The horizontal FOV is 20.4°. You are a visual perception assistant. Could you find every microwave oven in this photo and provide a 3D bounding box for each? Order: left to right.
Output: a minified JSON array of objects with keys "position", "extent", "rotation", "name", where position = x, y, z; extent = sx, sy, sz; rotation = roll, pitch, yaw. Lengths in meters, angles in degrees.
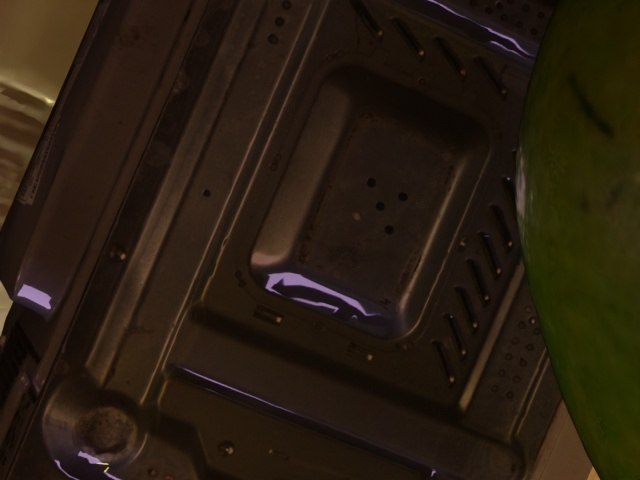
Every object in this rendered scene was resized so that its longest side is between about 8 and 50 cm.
[{"position":[0.000,0.000,0.552],"extent":[0.194,0.240,0.145],"rotation":[23,180,-18],"name":"microwave oven"}]

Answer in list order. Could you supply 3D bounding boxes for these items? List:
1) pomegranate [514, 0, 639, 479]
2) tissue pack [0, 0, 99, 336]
[{"position":[0.153,0.015,0.375],"extent":[0.241,0.159,0.190],"rotation":[17,177,29],"name":"pomegranate"},{"position":[-0.170,-0.087,0.729],"extent":[0.297,0.207,0.380],"rotation":[20,178,37],"name":"tissue pack"}]
